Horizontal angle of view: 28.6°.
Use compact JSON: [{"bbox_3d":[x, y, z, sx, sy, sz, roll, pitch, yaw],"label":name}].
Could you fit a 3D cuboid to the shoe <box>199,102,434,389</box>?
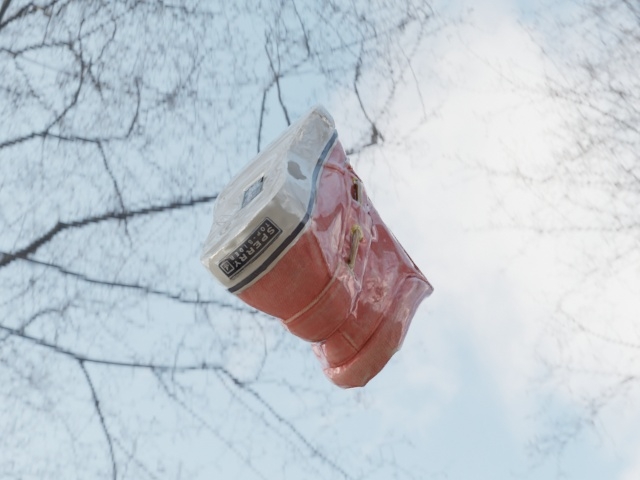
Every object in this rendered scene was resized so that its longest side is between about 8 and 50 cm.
[{"bbox_3d":[0.000,0.000,0.542,0.063,0.178,0.081,-41,-78,15],"label":"shoe"}]
